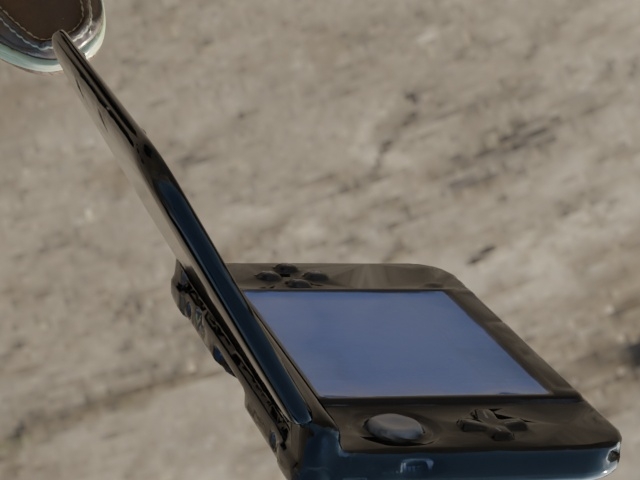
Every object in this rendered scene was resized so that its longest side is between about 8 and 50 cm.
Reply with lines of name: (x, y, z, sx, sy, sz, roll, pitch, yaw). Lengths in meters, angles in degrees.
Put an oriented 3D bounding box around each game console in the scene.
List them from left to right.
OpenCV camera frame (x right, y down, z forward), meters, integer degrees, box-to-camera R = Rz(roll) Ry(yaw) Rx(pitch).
game console: (0.000, 0.000, 0.437, 0.107, 0.122, 0.071, 0, 108, -16)

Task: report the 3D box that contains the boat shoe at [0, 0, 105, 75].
boat shoe: (-0.222, -0.216, 1.226, 0.095, 0.257, 0.095, -34, 162, -16)
